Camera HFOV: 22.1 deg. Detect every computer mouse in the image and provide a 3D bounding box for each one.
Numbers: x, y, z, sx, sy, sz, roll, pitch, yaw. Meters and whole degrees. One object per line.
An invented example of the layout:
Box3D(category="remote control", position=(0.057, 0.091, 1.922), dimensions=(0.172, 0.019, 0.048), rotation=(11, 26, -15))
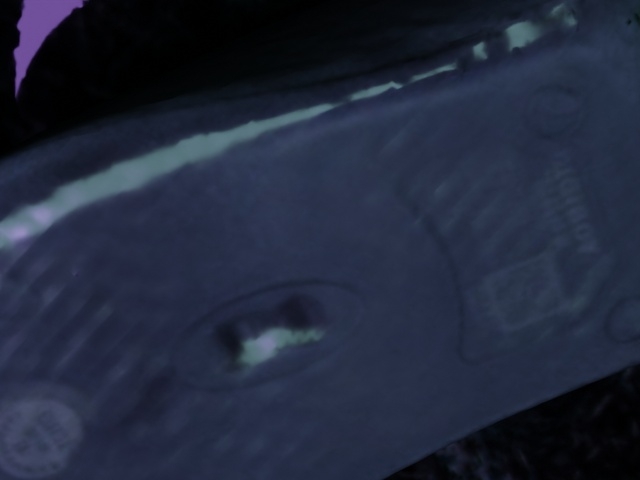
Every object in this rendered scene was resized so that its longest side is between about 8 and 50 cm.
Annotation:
Box3D(category="computer mouse", position=(0.000, 0.000, 0.648), dimensions=(0.371, 0.122, 0.188), rotation=(-20, 119, 3))
